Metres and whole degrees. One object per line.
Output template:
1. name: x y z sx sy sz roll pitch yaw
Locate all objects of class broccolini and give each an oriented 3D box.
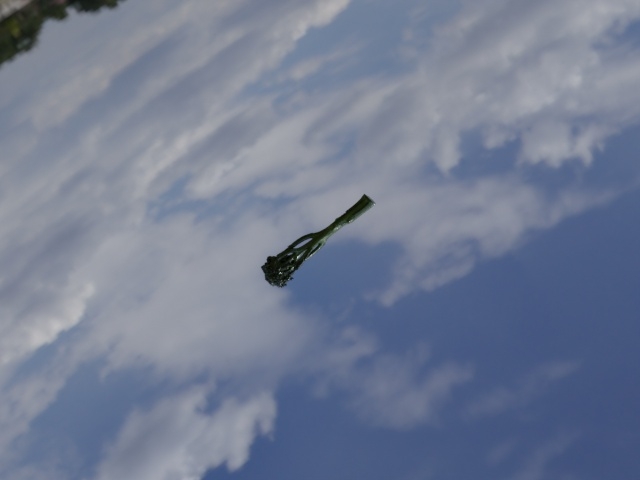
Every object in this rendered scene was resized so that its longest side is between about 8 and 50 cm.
1. broccolini: 0.000 0.000 1.141 0.140 0.030 0.035 -36 -154 -3
